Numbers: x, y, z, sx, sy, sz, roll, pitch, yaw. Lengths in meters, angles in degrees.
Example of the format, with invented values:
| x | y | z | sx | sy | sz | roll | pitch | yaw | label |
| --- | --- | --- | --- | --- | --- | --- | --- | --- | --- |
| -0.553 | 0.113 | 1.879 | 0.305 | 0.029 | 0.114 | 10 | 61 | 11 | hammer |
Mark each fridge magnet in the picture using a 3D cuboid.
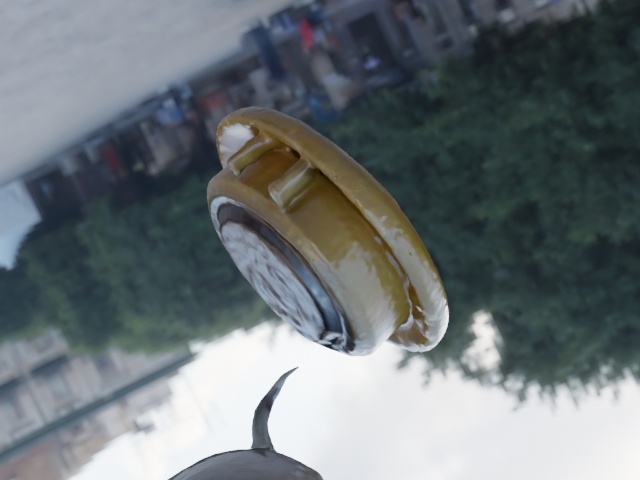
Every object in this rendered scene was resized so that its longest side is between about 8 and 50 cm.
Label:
| x | y | z | sx | sy | sz | roll | pitch | yaw | label |
| --- | --- | --- | --- | --- | --- | --- | --- | --- | --- |
| 0.000 | 0.000 | 0.740 | 0.063 | 0.143 | 0.143 | -42 | -169 | -19 | fridge magnet |

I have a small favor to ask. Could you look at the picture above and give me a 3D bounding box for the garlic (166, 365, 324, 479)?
| x | y | z | sx | sy | sz | roll | pitch | yaw | label |
| --- | --- | --- | --- | --- | --- | --- | --- | --- | --- |
| -0.056 | 0.159 | 0.811 | 0.148 | 0.128 | 0.266 | 34 | -127 | 29 | garlic |
